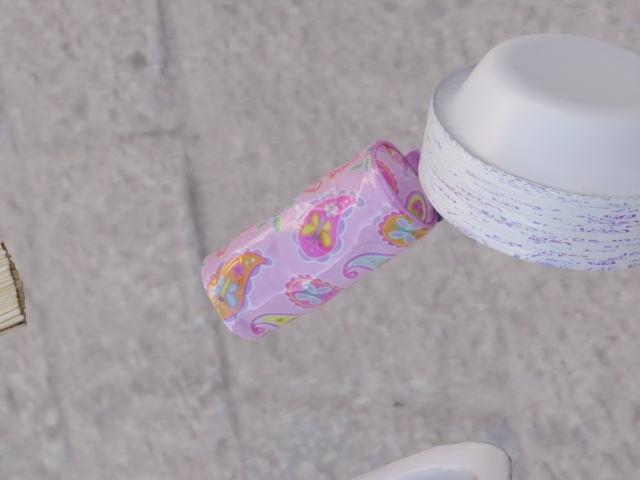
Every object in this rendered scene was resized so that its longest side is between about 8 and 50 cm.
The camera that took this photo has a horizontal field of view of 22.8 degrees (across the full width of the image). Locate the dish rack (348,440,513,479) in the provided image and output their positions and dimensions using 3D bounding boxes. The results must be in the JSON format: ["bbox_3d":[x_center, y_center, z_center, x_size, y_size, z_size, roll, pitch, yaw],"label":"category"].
[{"bbox_3d":[-0.071,0.210,0.589,0.333,0.285,0.072,-25,103,17],"label":"dish rack"}]

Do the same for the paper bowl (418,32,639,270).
[{"bbox_3d":[0.248,-0.106,1.599,0.284,0.284,0.148,31,129,32],"label":"paper bowl"}]

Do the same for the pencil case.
[{"bbox_3d":[0.000,0.000,1.781,0.284,0.124,0.124,-35,78,25],"label":"pencil case"}]

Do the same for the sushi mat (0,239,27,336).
[{"bbox_3d":[-0.393,0.087,1.288,0.151,0.317,0.019,-128,17,-59],"label":"sushi mat"}]
